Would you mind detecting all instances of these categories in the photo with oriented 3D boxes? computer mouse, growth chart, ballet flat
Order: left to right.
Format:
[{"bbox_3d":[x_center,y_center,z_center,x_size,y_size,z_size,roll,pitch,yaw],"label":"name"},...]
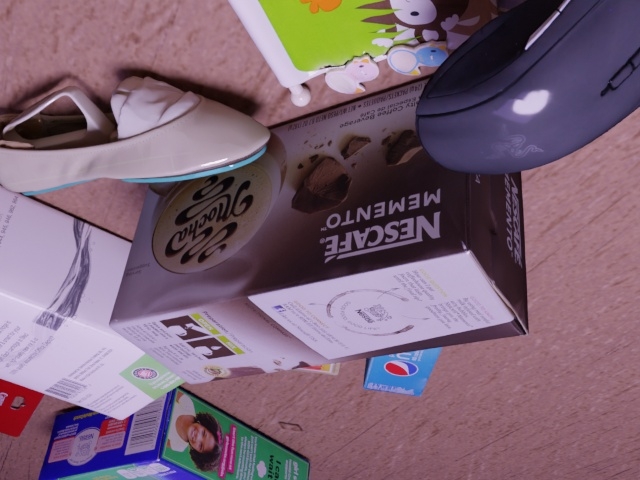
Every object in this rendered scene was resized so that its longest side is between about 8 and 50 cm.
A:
[{"bbox_3d":[-0.162,-0.085,0.623,0.248,0.086,0.086,-7,143,21],"label":"ballet flat"},{"bbox_3d":[0.046,-0.167,0.510,0.237,0.021,0.172,-14,141,29],"label":"growth chart"},{"bbox_3d":[0.152,-0.137,0.419,0.262,0.060,0.184,-33,132,12],"label":"computer mouse"}]

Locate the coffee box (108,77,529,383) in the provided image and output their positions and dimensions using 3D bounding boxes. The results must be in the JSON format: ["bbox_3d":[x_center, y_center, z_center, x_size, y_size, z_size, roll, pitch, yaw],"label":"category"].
[{"bbox_3d":[0.000,0.000,0.629,0.297,0.168,0.119,-13,141,28],"label":"coffee box"}]

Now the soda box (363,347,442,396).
[{"bbox_3d":[0.090,0.083,0.815,0.067,0.071,0.210,9,146,0],"label":"soda box"}]

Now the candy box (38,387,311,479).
[{"bbox_3d":[-0.214,0.355,1.222,0.268,0.122,0.317,-20,138,33],"label":"candy box"}]

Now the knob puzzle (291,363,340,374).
[{"bbox_3d":[-0.069,0.112,0.925,0.213,0.030,0.213,5,146,4],"label":"knob puzzle"}]

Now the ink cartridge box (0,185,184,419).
[{"bbox_3d":[-0.276,0.072,0.831,0.273,0.114,0.198,27,140,-27],"label":"ink cartridge box"}]

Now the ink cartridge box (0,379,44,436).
[{"bbox_3d":[-0.557,0.259,1.143,0.272,0.130,0.309,20,143,-19],"label":"ink cartridge box"}]
